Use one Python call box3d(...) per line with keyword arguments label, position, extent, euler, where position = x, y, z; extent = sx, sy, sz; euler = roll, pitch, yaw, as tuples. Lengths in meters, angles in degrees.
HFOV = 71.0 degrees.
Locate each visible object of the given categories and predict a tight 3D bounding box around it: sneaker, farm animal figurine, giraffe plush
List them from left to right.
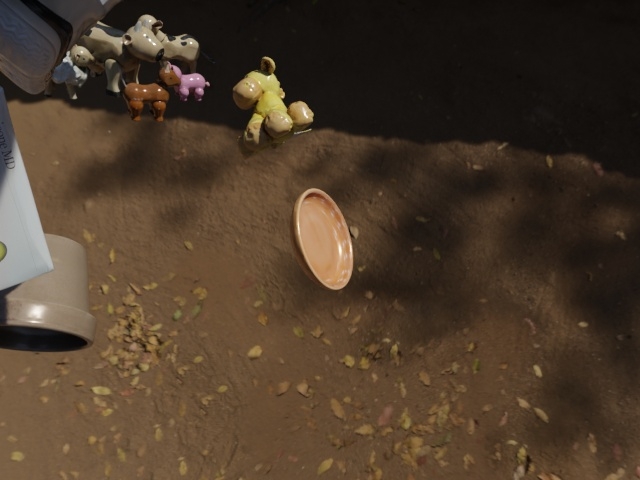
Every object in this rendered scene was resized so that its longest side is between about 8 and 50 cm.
box3d(label="sneaker", position=(-0.350, -0.312, 0.578), extent=(0.366, 0.137, 0.210), euler=(19, 68, 51))
box3d(label="farm animal figurine", position=(-0.417, -0.419, 0.998), extent=(0.327, 0.172, 0.330), euler=(11, 36, -9))
box3d(label="giraffe plush", position=(-0.119, -0.300, 0.991), extent=(0.182, 0.210, 0.170), euler=(-24, 97, 29))

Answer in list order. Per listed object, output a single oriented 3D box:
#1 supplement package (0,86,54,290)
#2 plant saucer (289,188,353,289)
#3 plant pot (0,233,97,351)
box3d(label="supplement package", position=(-0.378, -0.042, 0.375), extent=(0.149, 0.194, 0.203), euler=(33, 43, 30))
box3d(label="plant saucer", position=(0.000, 0.000, 0.866), extent=(0.037, 0.200, 0.199), euler=(-17, 66, 29))
box3d(label="plant pot", position=(-0.634, 0.113, 1.009), extent=(0.263, 0.263, 0.229), euler=(-3, 66, 3))
